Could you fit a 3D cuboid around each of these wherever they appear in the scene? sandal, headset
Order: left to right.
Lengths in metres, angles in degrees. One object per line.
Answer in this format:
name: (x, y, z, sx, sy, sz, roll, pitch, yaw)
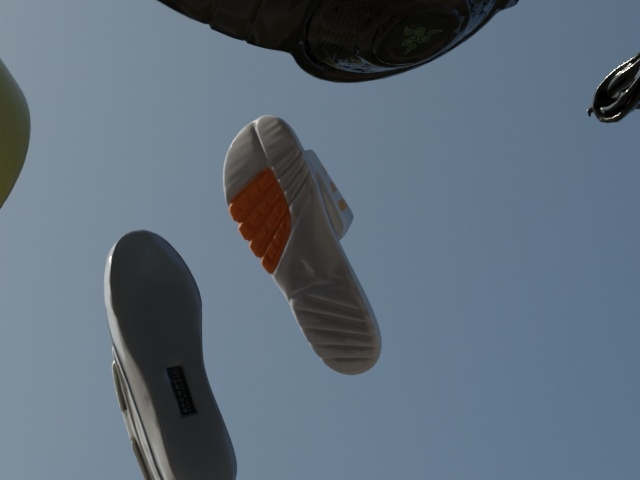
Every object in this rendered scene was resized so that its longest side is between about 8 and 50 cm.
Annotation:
sandal: (-0.008, 0.005, 1.516, 0.102, 0.076, 0.265, -27, -94, 30)
headset: (0.041, -0.178, 0.875, 0.394, 0.243, 0.185, 17, -35, -9)

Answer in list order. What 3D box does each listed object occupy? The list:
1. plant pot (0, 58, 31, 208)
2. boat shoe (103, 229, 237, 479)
plant pot: (-0.354, -0.105, 0.999, 0.254, 0.254, 0.239, -17, -47, 16)
boat shoe: (-0.150, 0.120, 1.378, 0.095, 0.258, 0.084, 2, -25, -35)
